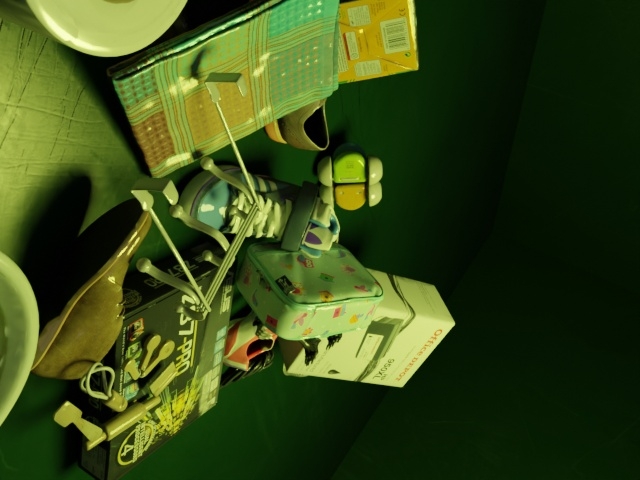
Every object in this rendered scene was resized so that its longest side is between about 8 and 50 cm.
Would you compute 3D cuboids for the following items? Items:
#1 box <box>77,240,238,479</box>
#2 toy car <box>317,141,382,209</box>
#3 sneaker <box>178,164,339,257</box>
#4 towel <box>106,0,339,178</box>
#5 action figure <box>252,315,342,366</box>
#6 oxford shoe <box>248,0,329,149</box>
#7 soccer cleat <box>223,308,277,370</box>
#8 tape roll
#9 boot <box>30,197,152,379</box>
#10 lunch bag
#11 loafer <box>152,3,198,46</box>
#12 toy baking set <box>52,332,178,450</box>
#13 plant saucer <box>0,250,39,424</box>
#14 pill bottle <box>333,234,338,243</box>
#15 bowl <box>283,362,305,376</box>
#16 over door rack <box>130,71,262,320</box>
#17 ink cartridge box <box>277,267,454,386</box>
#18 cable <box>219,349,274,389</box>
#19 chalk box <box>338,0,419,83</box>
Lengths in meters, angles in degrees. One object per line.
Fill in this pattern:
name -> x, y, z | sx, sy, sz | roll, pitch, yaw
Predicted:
box -> -0.313, 0.232, 1.202 | 0.318, 0.097, 0.395 | -31, 140, -55
toy car -> 0.074, -0.170, 1.569 | 0.182, 0.159, 0.136 | 84, 4, -50
sneaker -> -0.091, -0.048, 1.202 | 0.322, 0.236, 0.130 | -11, 124, -62
towel -> -0.124, -0.245, 0.961 | 0.370, 0.040, 0.271 | -31, 158, -15
action figure -> -0.070, 0.157, 1.423 | 0.164, 0.276, 0.141 | -34, -161, 19
oxford shoe -> -0.045, -0.316, 1.155 | 0.130, 0.132, 0.364 | -52, 154, -23
soccer cleat -> -0.134, 0.210, 1.521 | 0.318, 0.116, 0.109 | -35, 143, -48
tape roll -> -0.263, -0.334, 0.642 | 0.246, 0.169, 0.246 | -47, 152, -34
boot -> -0.338, 0.076, 0.940 | 0.115, 0.112, 0.305 | 36, 89, -40
lunch bag -> -0.026, 0.088, 1.271 | 0.279, 0.224, 0.108 | -1, 129, -40
loafer -> -0.210, -0.283, 0.942 | 0.220, 0.078, 0.080 | 69, 9, -69
toy baking set -> -0.332, 0.250, 1.015 | 0.256, 0.030, 0.197 | -32, 144, -49
plant saucer -> -0.519, 0.154, 0.692 | 0.400, 0.100, 0.401 | -45, 151, -35
pill bottle -> 0.000, 0.000, 1.615 | 0.094, 0.094, 0.169 | -45, 150, -36
bowl -> -0.035, 0.363, 1.930 | 0.170, 0.080, 0.170 | -46, 150, -37
over door rack -> -0.186, -0.063, 0.928 | 0.324, 0.108, 0.240 | 89, 19, -53
ink cartridge box -> 0.120, 0.235, 1.692 | 0.394, 0.166, 0.285 | 14, 124, -30
cable -> -0.193, 0.315, 1.510 | 0.150, 0.047, 0.184 | -16, 169, -45
chalk box -> 0.071, -0.460, 1.131 | 0.180, 0.179, 0.289 | 69, 15, -57
